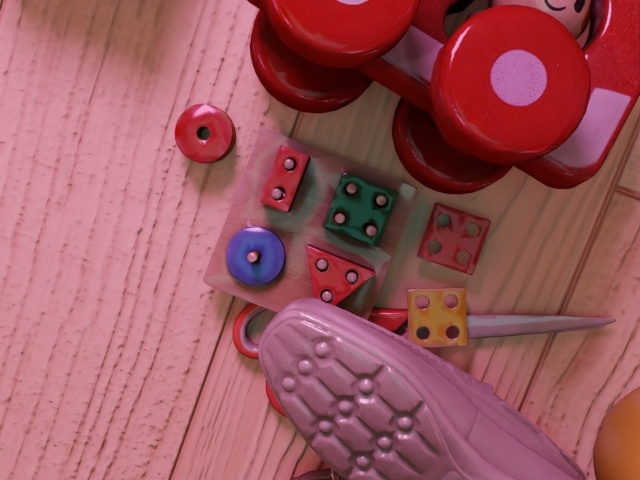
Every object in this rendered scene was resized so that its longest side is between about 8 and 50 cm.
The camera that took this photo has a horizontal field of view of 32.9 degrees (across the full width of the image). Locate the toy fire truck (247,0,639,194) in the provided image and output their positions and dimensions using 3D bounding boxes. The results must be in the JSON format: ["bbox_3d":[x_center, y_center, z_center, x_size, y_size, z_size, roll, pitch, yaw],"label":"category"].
[{"bbox_3d":[0.100,-0.187,0.765,0.302,0.169,0.254,30,81,-3],"label":"toy fire truck"}]

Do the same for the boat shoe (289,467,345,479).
[{"bbox_3d":[0.035,0.329,0.871,0.091,0.109,0.305,-12,92,6],"label":"boat shoe"}]

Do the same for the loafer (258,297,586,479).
[{"bbox_3d":[0.089,0.149,0.829,0.319,0.111,0.112,41,115,-11],"label":"loafer"}]

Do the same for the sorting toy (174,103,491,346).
[{"bbox_3d":[0.000,0.000,0.836,0.274,0.046,0.132,22,92,1],"label":"sorting toy"}]

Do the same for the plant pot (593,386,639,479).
[{"bbox_3d":[0.287,0.183,0.836,0.134,0.095,0.134,1,99,4],"label":"plant pot"}]

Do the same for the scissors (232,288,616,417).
[{"bbox_3d":[0.078,0.063,0.865,0.297,0.021,0.109,-17,96,7],"label":"scissors"}]
